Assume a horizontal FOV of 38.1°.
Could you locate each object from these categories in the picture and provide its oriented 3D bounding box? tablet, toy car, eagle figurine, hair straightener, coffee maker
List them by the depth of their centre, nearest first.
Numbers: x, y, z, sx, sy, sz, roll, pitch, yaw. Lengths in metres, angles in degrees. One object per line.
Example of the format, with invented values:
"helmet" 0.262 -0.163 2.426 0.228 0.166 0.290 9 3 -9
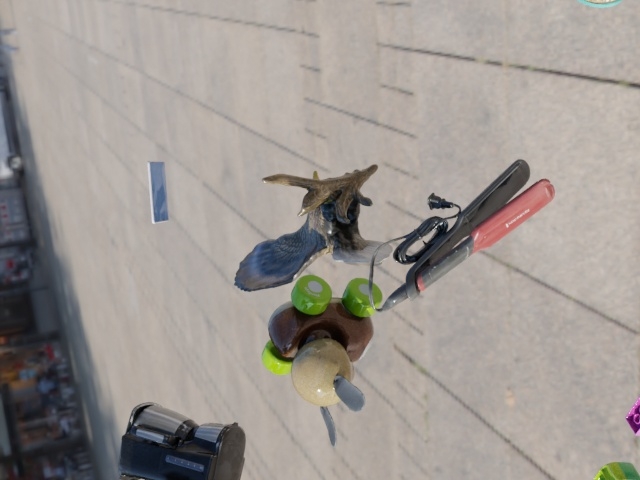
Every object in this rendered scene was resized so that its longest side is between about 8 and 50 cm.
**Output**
"hair straightener" 0.139 -0.007 1.005 0.047 0.230 0.089 43 -172 -49
"toy car" 0.017 0.166 1.214 0.188 0.149 0.155 -110 34 -42
"tablet" -0.218 -0.066 1.243 0.054 0.006 0.083 -21 -72 -76
"coffee maker" -0.218 0.356 1.469 0.178 0.120 0.171 10 105 28
"eagle figurine" 0.002 -0.009 1.518 0.298 0.226 0.225 113 -176 -50

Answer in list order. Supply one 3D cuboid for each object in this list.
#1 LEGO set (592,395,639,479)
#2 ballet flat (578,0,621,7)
"LEGO set" 0.270 0.224 0.743 0.087 0.093 0.227 -108 32 -51
"ballet flat" 0.188 -0.265 0.735 0.067 0.073 0.206 89 164 -47
